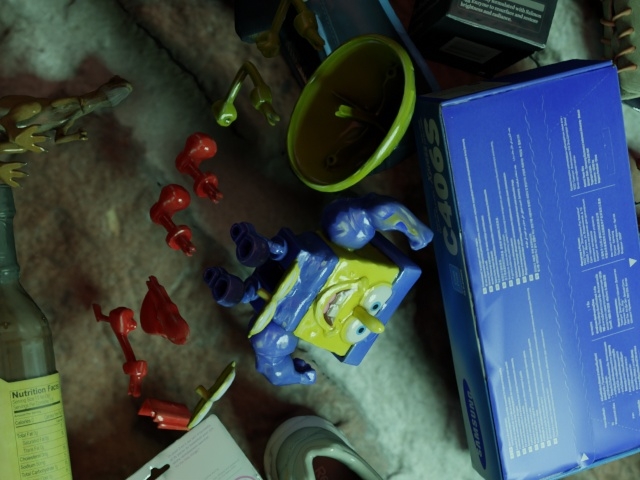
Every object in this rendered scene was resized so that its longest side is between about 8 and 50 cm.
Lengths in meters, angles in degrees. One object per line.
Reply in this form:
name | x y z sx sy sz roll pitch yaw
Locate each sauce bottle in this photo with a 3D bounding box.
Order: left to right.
sauce bottle | -0.267 0.129 1.011 0.111 0.111 0.344 -8 88 -11

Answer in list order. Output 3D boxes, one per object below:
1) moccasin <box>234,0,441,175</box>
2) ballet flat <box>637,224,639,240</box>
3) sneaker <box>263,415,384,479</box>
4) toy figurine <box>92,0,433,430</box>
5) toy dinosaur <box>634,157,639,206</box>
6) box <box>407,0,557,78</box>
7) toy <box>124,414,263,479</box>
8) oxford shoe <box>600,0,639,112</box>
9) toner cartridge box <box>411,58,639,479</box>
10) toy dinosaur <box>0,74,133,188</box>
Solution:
moccasin | -0.022 -0.206 1.054 0.117 0.138 0.342 -37 94 -11
ballet flat | 0.281 -0.001 1.158 0.114 0.041 0.041 16 85 -10
sneaker | 0.051 0.267 1.058 0.099 0.121 0.262 -43 96 -8
toy figurine | 0.000 0.000 1.051 0.217 0.191 0.363 19 108 -44
toy dinosaur | 0.324 -0.046 1.148 0.047 0.090 0.082 -16 79 -39
box | 0.149 -0.239 1.078 0.093 0.156 0.158 16 85 -9
toy | -0.082 0.281 1.066 0.137 0.056 0.237 -37 97 -13
oxford shoe | 0.308 -0.203 1.119 0.146 0.140 0.397 -37 92 -3
toner cartridge box | 0.190 0.030 1.073 0.165 0.075 0.348 -14 104 -14
toy dinosaur | -0.266 -0.103 1.049 0.211 0.112 0.064 -1 130 -11
